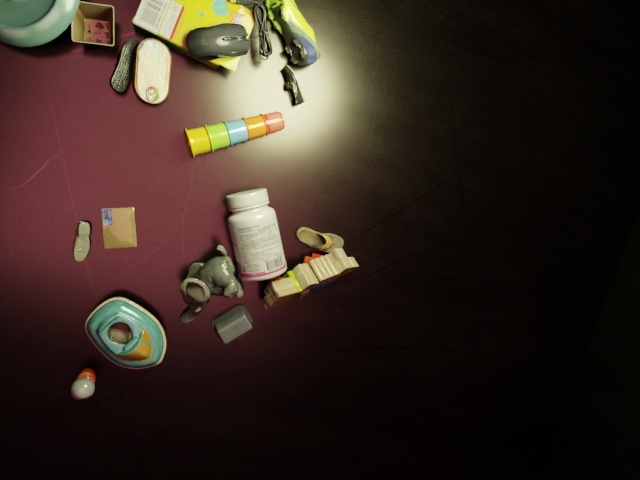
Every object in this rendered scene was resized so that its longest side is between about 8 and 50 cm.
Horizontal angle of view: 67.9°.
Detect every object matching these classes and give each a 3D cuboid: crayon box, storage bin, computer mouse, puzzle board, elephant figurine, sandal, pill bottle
[{"bbox_3d":[-0.379,-0.669,1.454,0.319,0.081,0.202,23,91,-19],"label":"crayon box"},{"bbox_3d":[-0.295,0.298,1.627,0.135,0.091,0.098,-30,106,-10],"label":"storage bin"},{"bbox_3d":[-0.270,-0.637,1.418,0.262,0.060,0.183,-8,104,-19],"label":"computer mouse"},{"bbox_3d":[-0.638,-0.040,1.508,0.097,0.011,0.128,-3,99,-16],"label":"puzzle board"},{"bbox_3d":[-0.386,0.152,1.552,0.240,0.169,0.185,-18,75,2],"label":"elephant figurine"},{"bbox_3d":[-0.587,-0.527,1.423,0.067,0.040,0.179,35,72,-50],"label":"sandal"},{"bbox_3d":[0.000,0.000,1.694,0.180,0.049,0.072,18,93,-19],"label":"sandal"},{"bbox_3d":[-0.215,-0.020,1.565,0.161,0.160,0.282,-14,102,-15],"label":"pill bottle"}]

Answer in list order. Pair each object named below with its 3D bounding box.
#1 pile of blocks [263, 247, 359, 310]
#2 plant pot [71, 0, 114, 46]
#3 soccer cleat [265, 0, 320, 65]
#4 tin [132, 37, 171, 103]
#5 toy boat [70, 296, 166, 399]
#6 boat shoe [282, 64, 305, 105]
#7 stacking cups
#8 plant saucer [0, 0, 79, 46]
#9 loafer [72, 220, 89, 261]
[{"bbox_3d":[-0.048,0.122,1.680,0.363,0.149,0.112,-22,70,-21],"label":"pile of blocks"},{"bbox_3d":[-0.648,-0.612,1.370,0.109,0.096,0.108,1,98,-17],"label":"plant pot"},{"bbox_3d":[-0.088,-0.711,1.551,0.121,0.094,0.288,-33,104,-42],"label":"soccer cleat"},{"bbox_3d":[-0.512,-0.512,1.444,0.106,0.040,0.189,3,98,-36],"label":"tin"},{"bbox_3d":[-0.648,0.353,1.494,0.267,0.148,0.318,44,84,-19],"label":"toy boat"},{"bbox_3d":[-0.096,-0.515,1.584,0.042,0.049,0.132,-31,111,-19],"label":"boat shoe"},{"bbox_3d":[-0.274,-0.349,1.543,0.317,0.096,0.095,-18,103,-19],"label":"stacking cups"},{"bbox_3d":[-0.813,-0.689,1.282,0.318,0.044,0.316,0,92,1],"label":"plant saucer"},{"bbox_3d":[-0.743,0.001,1.472,0.045,0.039,0.125,3,102,-51],"label":"loafer"}]
